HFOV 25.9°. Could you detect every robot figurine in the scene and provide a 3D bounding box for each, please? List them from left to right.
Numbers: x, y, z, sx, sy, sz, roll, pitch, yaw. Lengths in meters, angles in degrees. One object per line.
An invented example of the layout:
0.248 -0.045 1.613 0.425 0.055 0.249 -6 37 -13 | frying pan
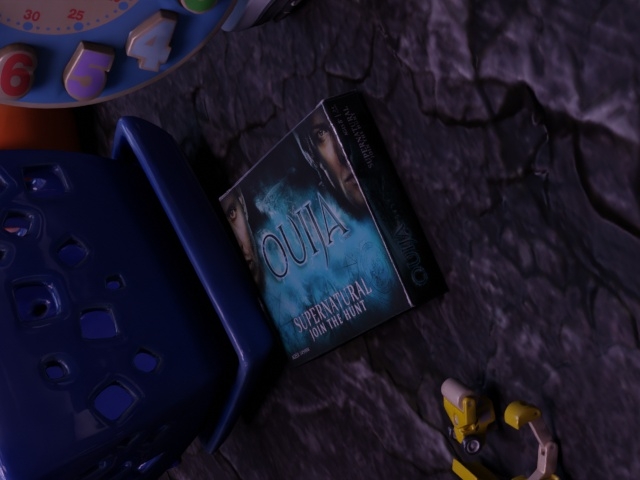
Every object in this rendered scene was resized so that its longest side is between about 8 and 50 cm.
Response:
-0.263 -0.066 1.170 0.158 0.128 0.219 31 136 51 | robot figurine

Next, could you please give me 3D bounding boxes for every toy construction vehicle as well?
0.098 0.123 0.744 0.086 0.035 0.098 -153 50 -68 | toy construction vehicle

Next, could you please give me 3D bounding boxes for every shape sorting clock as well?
-0.133 -0.150 0.705 0.040 0.206 0.206 -113 20 -48 | shape sorting clock

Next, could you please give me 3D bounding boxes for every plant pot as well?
-0.168 0.065 0.981 0.236 0.212 0.236 60 157 17 | plant pot

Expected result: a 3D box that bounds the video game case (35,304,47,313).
-0.326 -0.012 1.281 0.285 0.025 0.204 25 -139 -85 | video game case

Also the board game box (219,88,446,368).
0.000 0.000 0.841 0.126 0.026 0.186 66 153 6 | board game box

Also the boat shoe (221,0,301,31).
-0.018 -0.153 0.755 0.142 0.040 0.049 -26 76 63 | boat shoe

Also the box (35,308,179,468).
-0.195 0.135 1.246 0.126 0.072 0.137 24 128 54 | box
